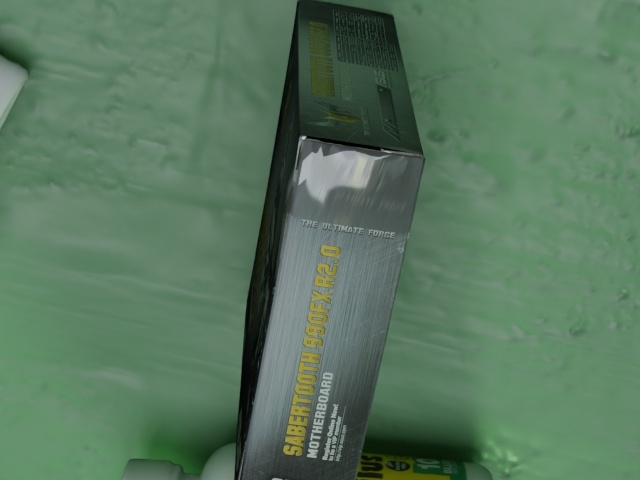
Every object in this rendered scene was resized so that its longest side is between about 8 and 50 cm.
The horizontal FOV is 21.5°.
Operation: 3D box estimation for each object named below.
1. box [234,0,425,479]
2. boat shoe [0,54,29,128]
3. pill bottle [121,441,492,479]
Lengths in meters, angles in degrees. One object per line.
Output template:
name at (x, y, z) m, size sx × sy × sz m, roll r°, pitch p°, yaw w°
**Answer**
box at (0.000, 0.000, 0.827) m, size 0.056 × 0.231 × 0.183 m, roll 8°, pitch 113°, yaw -4°
boat shoe at (-0.222, -0.004, 0.913) m, size 0.076 × 0.083 × 0.226 m, roll 20°, pitch 110°, yaw -7°
pill bottle at (-0.010, 0.176, 0.959) m, size 0.208 × 0.117 × 0.117 m, roll 5°, pitch 112°, yaw 1°
